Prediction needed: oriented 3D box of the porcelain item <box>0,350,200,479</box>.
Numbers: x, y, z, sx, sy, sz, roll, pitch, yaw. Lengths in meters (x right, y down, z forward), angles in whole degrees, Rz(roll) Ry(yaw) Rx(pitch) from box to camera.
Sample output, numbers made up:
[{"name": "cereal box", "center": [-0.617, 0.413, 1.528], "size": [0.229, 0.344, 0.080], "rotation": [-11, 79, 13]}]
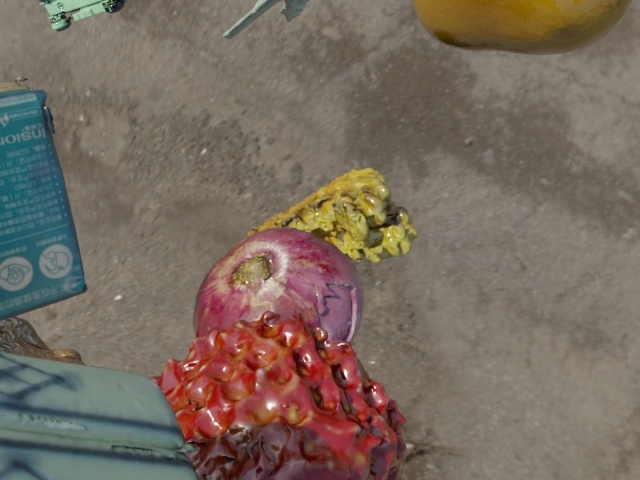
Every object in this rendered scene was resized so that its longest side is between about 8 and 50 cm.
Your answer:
[{"name": "porcelain item", "center": [-0.204, 0.183, 0.417], "size": [0.281, 0.157, 0.286], "rotation": [18, 119, -38]}]

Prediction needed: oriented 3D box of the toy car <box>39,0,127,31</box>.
[{"name": "toy car", "center": [-0.373, -0.381, 1.378], "size": [0.054, 0.143, 0.073], "rotation": [-70, 142, -52]}]

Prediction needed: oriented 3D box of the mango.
[{"name": "mango", "center": [0.194, -0.274, 0.893], "size": [0.139, 0.254, 0.176], "rotation": [-43, 127, -35]}]

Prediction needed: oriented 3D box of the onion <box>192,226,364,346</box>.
[{"name": "onion", "center": [-0.043, 0.072, 0.892], "size": [0.177, 0.154, 0.177], "rotation": [3, 40, -3]}]

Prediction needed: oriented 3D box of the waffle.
[{"name": "waffle", "center": [0.000, 0.000, 1.545], "size": [0.324, 0.261, 0.151], "rotation": [-26, 108, 11]}]

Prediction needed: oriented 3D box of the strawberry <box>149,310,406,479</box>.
[{"name": "strawberry", "center": [-0.045, 0.189, 0.637], "size": [0.233, 0.178, 0.234], "rotation": [2, 104, 7]}]

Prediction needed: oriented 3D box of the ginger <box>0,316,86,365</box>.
[{"name": "ginger", "center": [-0.345, 0.178, 1.126], "size": [0.122, 0.290, 0.084], "rotation": [0, 106, -37]}]

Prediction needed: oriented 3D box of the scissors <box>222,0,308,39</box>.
[{"name": "scissors", "center": [-0.023, -0.303, 1.010], "size": [0.255, 0.383, 0.029], "rotation": [-23, 93, -23]}]

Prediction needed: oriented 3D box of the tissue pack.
[{"name": "tissue pack", "center": [-0.344, -0.015, 0.709], "size": [0.270, 0.134, 0.192], "rotation": [-16, 110, -31]}]
